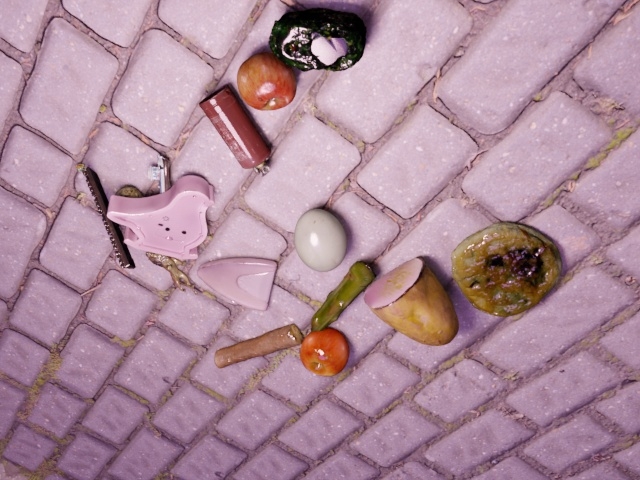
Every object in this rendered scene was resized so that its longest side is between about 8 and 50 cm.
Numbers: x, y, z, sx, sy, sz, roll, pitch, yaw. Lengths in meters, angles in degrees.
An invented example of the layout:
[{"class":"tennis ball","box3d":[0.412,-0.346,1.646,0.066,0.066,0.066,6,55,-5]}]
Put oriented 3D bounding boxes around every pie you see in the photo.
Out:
[{"class":"pie","box3d":[0.527,0.086,1.719,0.323,0.070,0.323,5,125,8]}]

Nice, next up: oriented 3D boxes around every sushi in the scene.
[{"class":"sushi","box3d":[-0.006,-0.469,1.416,0.225,0.127,0.124,8,126,10]}]

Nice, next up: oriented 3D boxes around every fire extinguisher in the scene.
[{"class":"fire extinguisher","box3d":[-0.211,-0.278,1.623,0.105,0.104,0.269,-22,117,26]}]

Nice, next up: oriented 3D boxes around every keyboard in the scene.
[{"class":"keyboard","box3d":[-0.621,-0.062,1.780,0.027,0.106,0.317,-23,86,-6]}]

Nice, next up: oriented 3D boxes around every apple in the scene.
[{"class":"apple","box3d":[0.016,0.365,1.996,0.163,0.139,0.163,15,136,15]},{"class":"apple","box3d":[-0.133,-0.391,1.493,0.146,0.146,0.130,-21,74,25]}]

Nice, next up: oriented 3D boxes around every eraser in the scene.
[{"class":"eraser","box3d":[-0.269,0.116,1.930,0.243,0.059,0.204,15,127,-2]}]

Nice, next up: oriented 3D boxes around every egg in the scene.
[{"class":"egg","box3d":[-0.583,-0.115,1.825,0.110,0.085,0.085,-33,112,35]},{"class":"egg","box3d":[0.000,0.000,1.729,0.149,0.149,0.192,-6,117,17]}]

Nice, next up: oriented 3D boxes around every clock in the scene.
[{"class":"clock","box3d":[-0.466,-0.081,1.765,0.290,0.080,0.275,12,131,-24]}]

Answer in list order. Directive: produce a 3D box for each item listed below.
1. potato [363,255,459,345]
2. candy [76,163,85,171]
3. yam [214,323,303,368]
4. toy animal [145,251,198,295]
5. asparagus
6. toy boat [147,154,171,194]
[{"class":"potato","box3d":[0.291,0.206,1.772,0.229,0.229,0.266,-32,109,30]},{"class":"candy","box3d":[-0.715,-0.198,1.840,0.023,0.025,0.083,36,151,43]},{"class":"yam","box3d":[-0.223,0.368,2.087,0.357,0.081,0.081,-21,117,23]},{"class":"toy animal","box3d":[-0.468,0.100,1.965,0.219,0.069,0.086,50,142,-16]},{"class":"asparagus","box3d":[0.069,0.174,1.879,0.082,0.085,0.343,32,127,-6]},{"class":"toy boat","box3d":[-0.468,-0.185,1.762,0.066,0.059,0.140,1,126,-10]}]
